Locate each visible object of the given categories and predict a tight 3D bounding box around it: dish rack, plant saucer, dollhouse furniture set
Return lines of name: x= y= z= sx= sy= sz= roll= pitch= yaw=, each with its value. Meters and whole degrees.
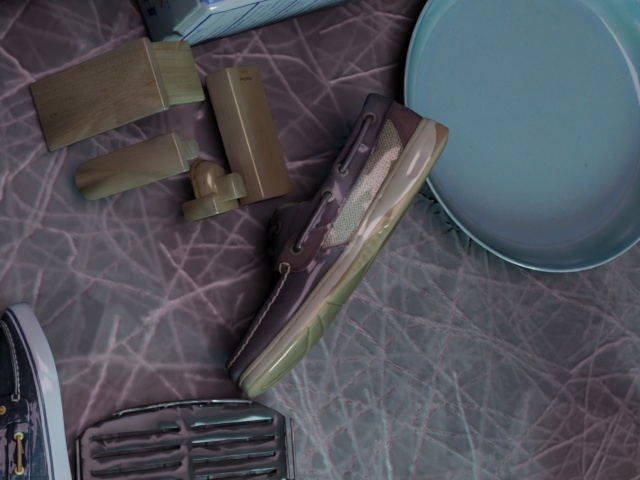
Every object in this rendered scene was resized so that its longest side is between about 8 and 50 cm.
dish rack: x=-0.095 y=0.264 z=0.966 sx=0.208 sy=0.074 sz=0.271 roll=-2 pitch=85 yaw=-25
plant saucer: x=0.212 y=-0.126 z=1.163 sx=0.318 sy=0.044 sz=0.317 roll=2 pitch=84 yaw=-24
dollhouse furniture set: x=-0.129 y=-0.084 z=1.012 sx=0.151 sy=0.123 sz=0.144 roll=-19 pitch=93 yaw=-60

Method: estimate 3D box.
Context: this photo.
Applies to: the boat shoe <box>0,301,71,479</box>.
boat shoe: x=-0.241 y=0.143 z=0.916 sx=0.083 sy=0.065 sz=0.183 roll=-10 pitch=90 yaw=-26

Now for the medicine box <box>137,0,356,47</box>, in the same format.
medicine box: x=-0.035 y=-0.328 z=1.013 sx=0.289 sy=0.149 sz=0.263 roll=-20 pitch=93 yaw=-25

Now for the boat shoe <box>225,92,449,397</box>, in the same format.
boat shoe: x=0.000 y=0.000 z=1.029 sx=0.092 sy=0.103 sz=0.285 roll=34 pitch=83 yaw=8
